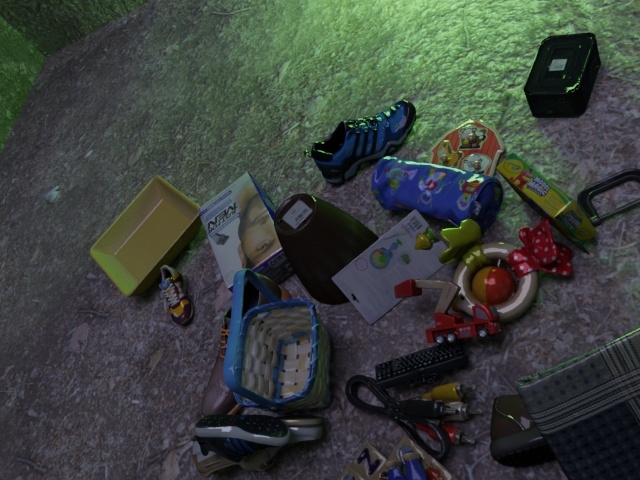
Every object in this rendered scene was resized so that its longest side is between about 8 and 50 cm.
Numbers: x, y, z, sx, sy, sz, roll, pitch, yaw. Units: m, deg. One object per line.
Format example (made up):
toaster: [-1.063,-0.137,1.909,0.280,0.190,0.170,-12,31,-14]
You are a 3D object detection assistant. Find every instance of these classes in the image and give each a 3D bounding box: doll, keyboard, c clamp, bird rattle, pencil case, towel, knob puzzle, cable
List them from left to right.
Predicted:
cable: [0.170,0.333,1.140,0.287,0.072,0.139,-6,72,45]
keyboard: [0.193,0.242,1.144,0.180,0.023,0.108,-21,22,10]
doll: [0.168,0.457,0.990,0.129,0.046,0.189,-30,51,19]
pencil case: [0.254,-0.105,1.334,0.306,0.119,0.133,20,82,42]
knob puzzle: [0.345,-0.221,1.418,0.213,0.030,0.213,-18,50,23]
bird rattle: [0.358,0.065,1.172,0.254,0.143,0.206,9,76,24]
c clamp: [0.579,-0.072,1.161,0.161,0.022,0.137,-31,41,14]
towel: [0.482,0.246,0.820,0.324,0.312,0.056,-30,11,16]

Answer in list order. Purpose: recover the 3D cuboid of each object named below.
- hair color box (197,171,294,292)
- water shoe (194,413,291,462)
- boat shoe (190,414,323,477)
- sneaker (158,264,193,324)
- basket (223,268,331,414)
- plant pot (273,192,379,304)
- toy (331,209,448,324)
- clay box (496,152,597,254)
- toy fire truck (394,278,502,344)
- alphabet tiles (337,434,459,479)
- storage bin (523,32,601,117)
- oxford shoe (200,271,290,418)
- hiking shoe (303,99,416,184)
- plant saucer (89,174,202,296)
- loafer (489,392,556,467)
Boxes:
hair color box: [-0.193,-0.013,1.581,0.185,0.110,0.339,-36,47,6]
water shoe: [-0.147,0.389,1.159,0.203,0.080,0.073,0,16,22]
boat shoe: [-0.129,0.426,1.231,0.302,0.113,0.103,-15,72,23]
sneaker: [-0.404,0.149,1.622,0.070,0.084,0.185,-35,45,8]
basket: [-0.098,0.228,1.211,0.201,0.289,0.254,-13,49,20]
plant pot: [0.000,0.000,1.352,0.215,0.230,0.215,-18,51,23]
toy: [0.158,0.056,1.306,0.237,0.137,0.056,-39,5,6]
clay box: [0.448,-0.073,1.156,0.053,0.127,0.222,-45,40,12]
toy fire truck: [0.244,0.129,1.144,0.192,0.047,0.135,-16,78,34]
alphabet tiles: [0.146,0.518,1.010,0.342,0.011,0.285,33,85,42]
storage bin: [0.552,-0.376,1.351,0.122,0.084,0.180,9,64,38]
oxford shoe: [-0.201,0.244,1.380,0.130,0.133,0.363,5,62,36]
hiking shoe: [0.114,-0.271,1.539,0.304,0.132,0.113,-38,45,5]
plant saucer: [-0.521,-0.008,1.819,0.333,0.081,0.333,-50,45,-7]
loafer: [0.433,0.248,0.945,0.366,0.134,0.130,-23,49,19]
